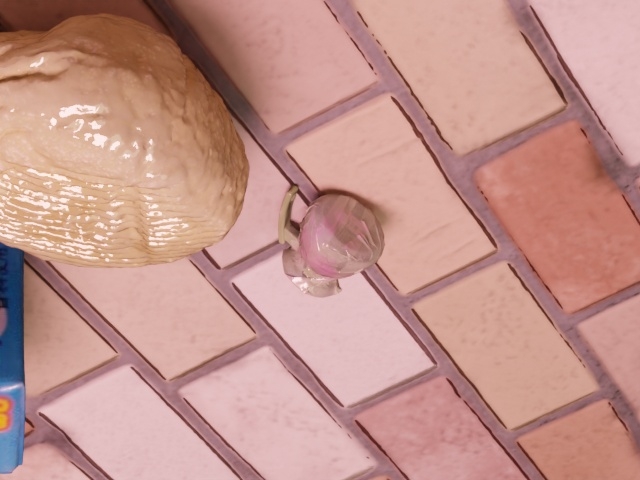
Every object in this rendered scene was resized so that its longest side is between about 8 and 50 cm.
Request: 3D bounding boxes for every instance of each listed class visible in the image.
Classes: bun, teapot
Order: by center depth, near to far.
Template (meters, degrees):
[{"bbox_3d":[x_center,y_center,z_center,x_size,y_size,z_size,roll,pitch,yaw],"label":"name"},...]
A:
[{"bbox_3d":[-0.155,-0.073,1.148,0.220,0.134,0.220,8,156,4],"label":"bun"},{"bbox_3d":[0.000,0.000,1.303,0.083,0.064,0.064,40,129,-1],"label":"teapot"}]

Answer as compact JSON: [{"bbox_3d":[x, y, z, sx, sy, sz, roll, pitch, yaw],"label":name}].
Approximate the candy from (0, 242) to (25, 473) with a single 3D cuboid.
[{"bbox_3d":[-0.360,0.076,1.234,0.306,0.157,0.100,2,131,-11],"label":"candy"}]
